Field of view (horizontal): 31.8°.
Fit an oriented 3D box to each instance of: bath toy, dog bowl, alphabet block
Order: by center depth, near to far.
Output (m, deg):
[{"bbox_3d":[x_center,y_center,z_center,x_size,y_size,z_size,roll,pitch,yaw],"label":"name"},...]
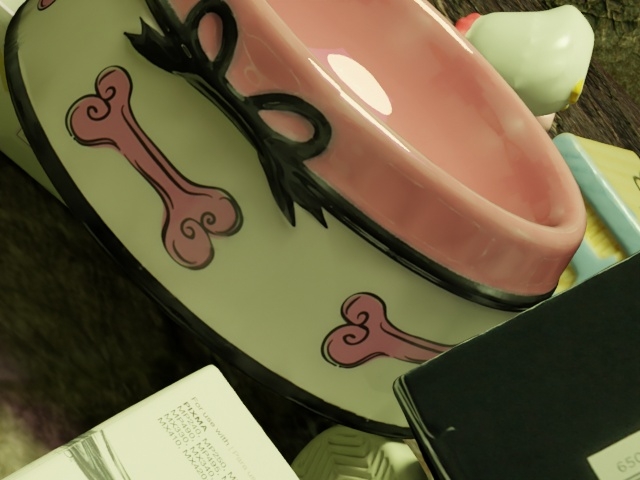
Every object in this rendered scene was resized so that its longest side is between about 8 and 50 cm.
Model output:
[{"bbox_3d":[0.008,-0.077,0.746,0.408,0.150,0.408,35,25,-19],"label":"dog bowl"},{"bbox_3d":[0.164,-0.130,1.129,0.129,0.151,0.348,18,-14,0],"label":"bath toy"},{"bbox_3d":[0.286,0.018,1.224,0.197,0.193,0.192,5,50,-54],"label":"alphabet block"}]

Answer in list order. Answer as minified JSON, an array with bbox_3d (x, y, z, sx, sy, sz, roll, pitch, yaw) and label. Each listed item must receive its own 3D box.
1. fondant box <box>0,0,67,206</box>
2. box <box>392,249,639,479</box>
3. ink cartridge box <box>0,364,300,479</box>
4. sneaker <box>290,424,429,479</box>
[{"bbox_3d":[-0.187,-0.179,0.900,0.238,0.096,0.330,42,28,-11],"label":"fondant box"},{"bbox_3d":[0.220,0.214,0.647,0.293,0.212,0.395,62,-1,29],"label":"box"},{"bbox_3d":[-0.122,0.162,0.430,0.100,0.172,0.237,51,26,8],"label":"ink cartridge box"},{"bbox_3d":[0.069,0.273,0.638,0.148,0.131,0.350,30,36,-45],"label":"sneaker"}]
